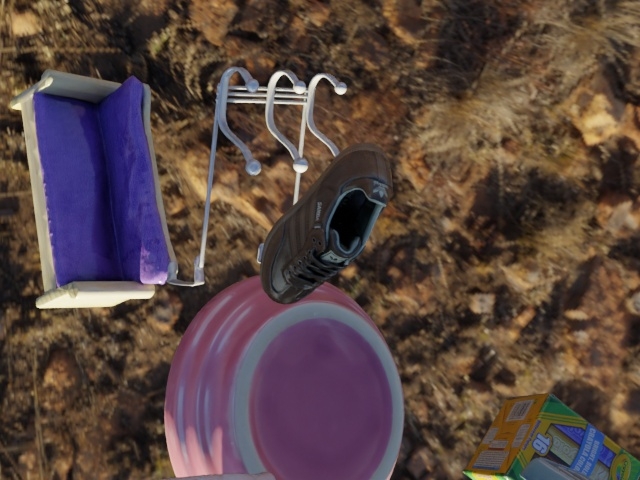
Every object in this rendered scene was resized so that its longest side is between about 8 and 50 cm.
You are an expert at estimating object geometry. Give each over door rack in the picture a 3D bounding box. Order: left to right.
[{"bbox_3d":[-0.074,-0.083,1.455,0.239,0.108,0.324,-9,121,-55],"label":"over door rack"}]

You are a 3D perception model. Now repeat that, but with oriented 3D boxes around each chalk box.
[{"bbox_3d":[0.444,0.435,1.821,0.289,0.180,0.179,38,71,-6],"label":"chalk box"}]

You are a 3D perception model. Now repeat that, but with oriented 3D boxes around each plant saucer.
[{"bbox_3d":[-0.020,0.198,1.171,0.332,0.084,0.332,8,76,-36],"label":"plant saucer"}]

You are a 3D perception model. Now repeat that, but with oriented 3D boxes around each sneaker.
[{"bbox_3d":[0.000,0.000,0.884,0.066,0.071,0.188,19,125,-21],"label":"sneaker"}]

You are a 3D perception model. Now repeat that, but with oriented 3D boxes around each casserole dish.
[{"bbox_3d":[0.340,0.330,1.315,0.114,0.188,0.037,23,90,-18],"label":"casserole dish"}]

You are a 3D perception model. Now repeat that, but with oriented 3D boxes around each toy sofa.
[{"bbox_3d":[-0.356,-0.081,1.564,0.150,0.177,0.362,3,72,-49],"label":"toy sofa"}]

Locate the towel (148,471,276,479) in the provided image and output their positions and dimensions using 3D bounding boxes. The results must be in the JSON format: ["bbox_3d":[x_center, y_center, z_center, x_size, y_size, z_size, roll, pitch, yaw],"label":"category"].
[{"bbox_3d":[-0.103,0.353,0.800,0.053,0.332,0.317,-34,154,30],"label":"towel"}]
